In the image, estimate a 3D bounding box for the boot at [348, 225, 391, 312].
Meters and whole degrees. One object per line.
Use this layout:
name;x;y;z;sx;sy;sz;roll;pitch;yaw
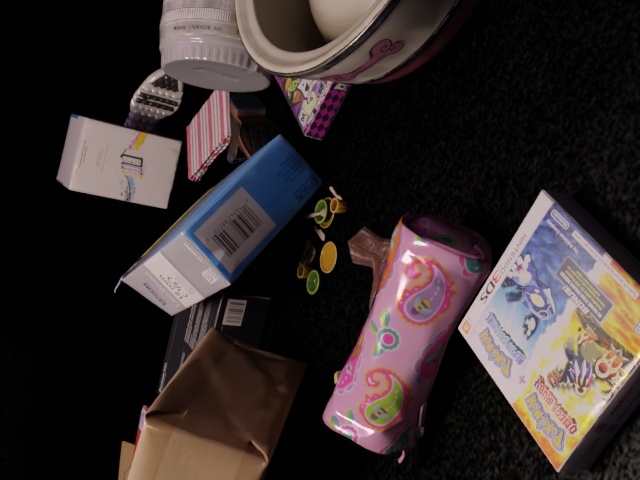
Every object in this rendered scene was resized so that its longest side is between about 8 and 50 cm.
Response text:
boot;0.066;0.039;1.096;0.114;0.037;0.106;23;89;57

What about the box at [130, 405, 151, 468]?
box;-0.278;0.446;1.494;0.128;0.122;0.257;20;100;61

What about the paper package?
paper package;-0.166;0.339;1.164;0.309;0.168;0.325;-63;-8;-71

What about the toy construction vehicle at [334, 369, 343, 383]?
toy construction vehicle;0.039;0.210;1.077;0.086;0.035;0.098;120;147;-60

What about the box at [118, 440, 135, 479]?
box;-0.411;0.541;1.805;0.201;0.021;0.164;-11;72;58

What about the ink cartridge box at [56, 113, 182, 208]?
ink cartridge box;-0.472;-0.186;1.908;0.171;0.232;0.168;21;98;60

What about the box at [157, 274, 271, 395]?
box;-0.193;0.190;1.443;0.184;0.103;0.261;30;108;55

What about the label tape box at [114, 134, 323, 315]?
label tape box;-0.180;-0.006;1.343;0.249;0.115;0.347;-50;11;-33

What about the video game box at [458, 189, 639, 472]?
video game box;0.234;0.082;0.782;0.187;0.048;0.205;-67;32;28

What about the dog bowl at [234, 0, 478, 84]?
dog bowl;0.061;-0.389;1.064;0.408;0.150;0.408;-20;64;47

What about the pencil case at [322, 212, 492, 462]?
pencil case;0.101;0.113;0.940;0.124;0.124;0.284;46;122;55

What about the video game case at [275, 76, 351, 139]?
video game case;0.007;-0.314;1.296;0.232;0.041;0.210;-60;36;32

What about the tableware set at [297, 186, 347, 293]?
tableware set;0.000;0.000;1.237;0.154;0.024;0.104;-66;33;23

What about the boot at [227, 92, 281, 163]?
boot;-0.121;-0.166;1.465;0.219;0.082;0.106;-109;25;-47

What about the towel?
towel;-0.231;-0.229;1.709;0.197;0.029;0.144;-39;49;47

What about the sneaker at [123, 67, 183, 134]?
sneaker;-0.416;-0.343;1.995;0.292;0.110;0.118;-41;39;48

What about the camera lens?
camera lens;-0.170;-0.427;1.460;0.219;0.219;0.274;-1;81;60
